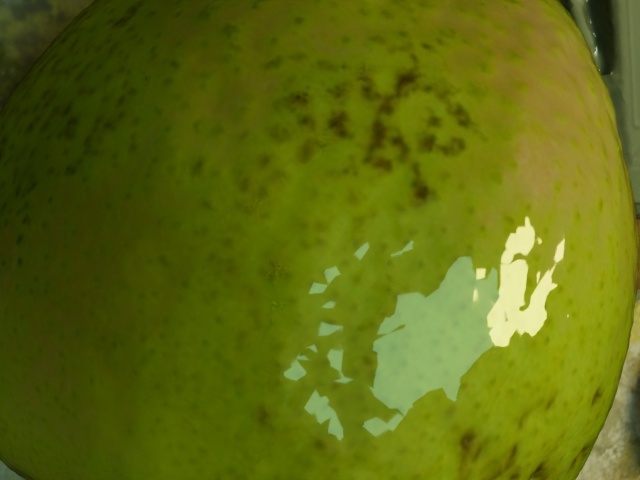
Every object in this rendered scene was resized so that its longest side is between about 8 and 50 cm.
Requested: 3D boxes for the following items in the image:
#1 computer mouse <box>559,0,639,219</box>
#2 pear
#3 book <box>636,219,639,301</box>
[{"bbox_3d":[0.268,-0.203,0.765,0.228,0.145,0.429,-35,132,-10],"label":"computer mouse"},{"bbox_3d":[0.000,0.000,0.531,0.391,0.391,0.391,-10,110,-30],"label":"pear"},{"bbox_3d":[0.368,-0.041,0.953,0.241,0.018,0.170,-21,115,-27],"label":"book"}]
